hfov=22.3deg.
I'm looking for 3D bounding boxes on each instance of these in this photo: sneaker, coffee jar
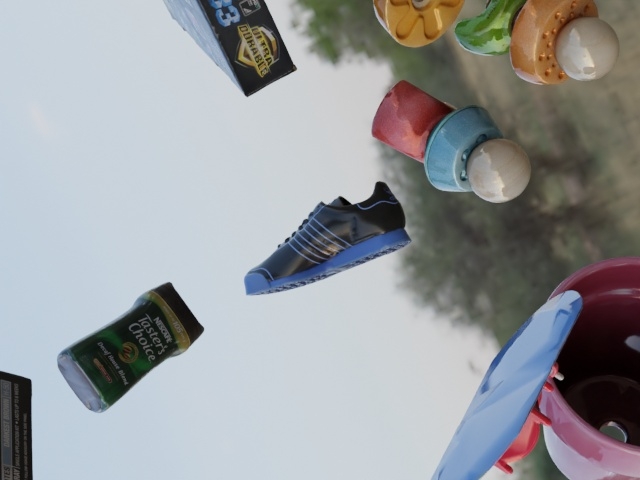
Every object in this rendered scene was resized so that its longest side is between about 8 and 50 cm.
[{"bbox_3d":[0.000,0.000,2.080,0.081,0.232,0.090,13,-122,-74],"label":"sneaker"},{"bbox_3d":[-0.242,0.135,2.092,0.096,0.184,0.079,54,150,-2],"label":"coffee jar"}]

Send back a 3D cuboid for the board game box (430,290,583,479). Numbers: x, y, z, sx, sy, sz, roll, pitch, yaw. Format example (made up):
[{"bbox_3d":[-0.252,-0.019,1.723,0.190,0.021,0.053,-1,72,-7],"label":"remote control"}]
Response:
[{"bbox_3d":[0.130,0.110,1.044,0.033,0.168,0.133,34,150,-6],"label":"board game box"}]

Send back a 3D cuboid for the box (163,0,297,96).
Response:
[{"bbox_3d":[-0.155,-0.328,1.711,0.295,0.073,0.293,63,173,-31],"label":"box"}]

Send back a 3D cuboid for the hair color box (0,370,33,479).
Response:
[{"bbox_3d":[-0.466,0.194,1.577,0.374,0.113,0.185,20,-132,-36],"label":"hair color box"}]

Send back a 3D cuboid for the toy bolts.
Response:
[{"bbox_3d":[0.150,-0.151,1.506,0.218,0.228,0.158,13,-164,-46],"label":"toy bolts"}]

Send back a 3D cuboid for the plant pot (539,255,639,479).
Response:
[{"bbox_3d":[0.284,0.144,1.502,0.180,0.201,0.201,96,157,-59],"label":"plant pot"}]
